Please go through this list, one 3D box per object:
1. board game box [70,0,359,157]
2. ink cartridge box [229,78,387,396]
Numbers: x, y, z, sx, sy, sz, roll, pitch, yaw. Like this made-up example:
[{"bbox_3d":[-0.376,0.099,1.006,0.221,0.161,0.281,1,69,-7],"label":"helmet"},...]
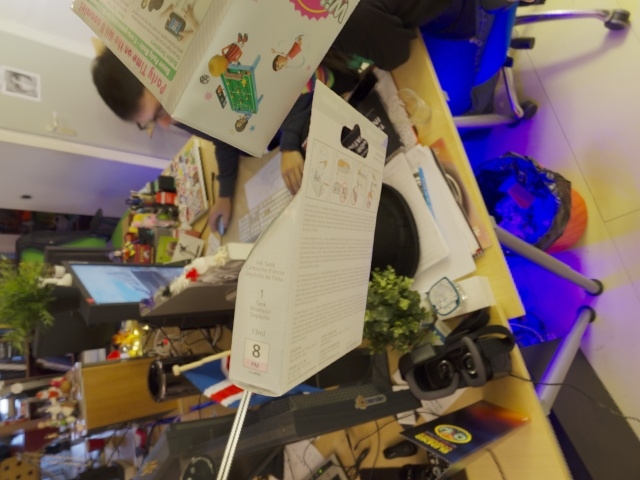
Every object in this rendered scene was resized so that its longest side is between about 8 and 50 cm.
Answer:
[{"bbox_3d":[-0.056,-0.258,0.336,0.224,0.097,0.304,45,107,31],"label":"board game box"},{"bbox_3d":[0.000,0.000,0.404,0.066,0.189,0.233,3,91,24],"label":"ink cartridge box"}]
